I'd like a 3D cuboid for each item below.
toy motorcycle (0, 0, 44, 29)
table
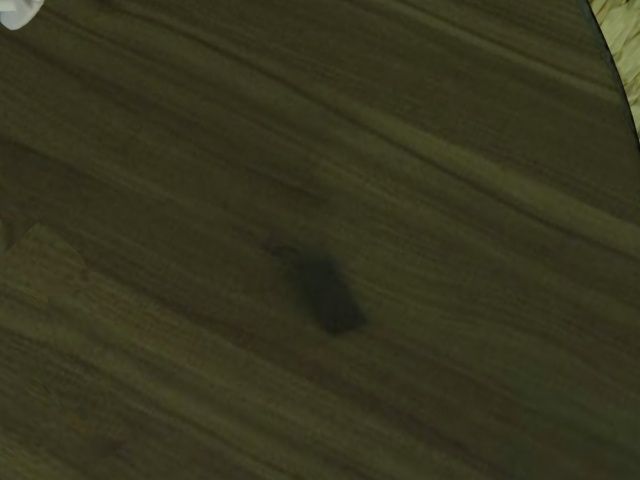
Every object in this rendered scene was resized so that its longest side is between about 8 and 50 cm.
[{"bbox_3d":[-0.058,-0.137,0.309,0.171,0.110,0.260,8,145,-41],"label":"toy motorcycle"},{"bbox_3d":[0.000,0.000,0.524,0.317,0.317,0.249,-40,164,-3],"label":"table"}]
